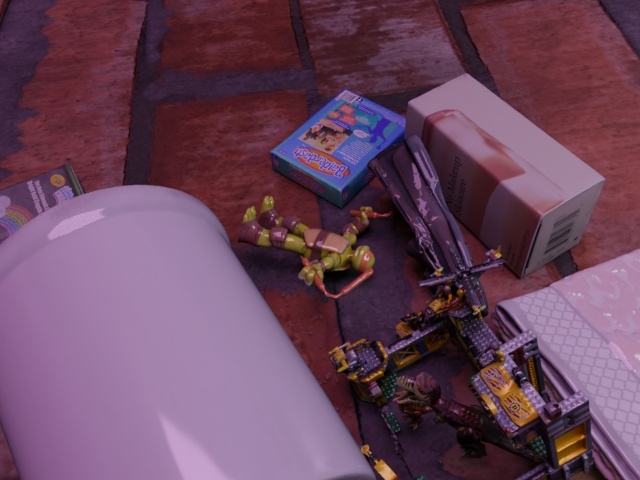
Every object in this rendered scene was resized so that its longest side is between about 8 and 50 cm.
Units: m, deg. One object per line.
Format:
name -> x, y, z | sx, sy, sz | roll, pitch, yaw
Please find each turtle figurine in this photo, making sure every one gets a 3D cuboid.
turtle figurine -> 0.000, 0.000, 0.989 | 0.217, 0.087, 0.269 | 21, 38, 15

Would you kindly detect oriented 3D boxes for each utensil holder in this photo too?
utensil holder -> -0.170, 0.184, 0.708 | 0.327, 0.328, 0.385 | -27, 55, -16

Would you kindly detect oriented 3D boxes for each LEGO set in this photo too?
LEGO set -> 0.145, 0.164, 0.733 | 0.254, 0.192, 0.331 | -23, 45, 4

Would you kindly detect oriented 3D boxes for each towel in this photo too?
towel -> 0.430, 0.158, 0.816 | 0.316, 0.053, 0.332 | -16, 51, -20

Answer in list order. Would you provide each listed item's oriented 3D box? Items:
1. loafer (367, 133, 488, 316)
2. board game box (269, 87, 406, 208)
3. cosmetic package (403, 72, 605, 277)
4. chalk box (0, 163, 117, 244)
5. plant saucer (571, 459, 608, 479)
loafer -> 0.157, -0.014, 0.968 | 0.095, 0.109, 0.303 | -21, 67, 8
board game box -> 0.040, -0.168, 1.142 | 0.160, 0.047, 0.210 | 32, 60, 26
cosmetic package -> 0.268, -0.107, 1.009 | 0.129, 0.153, 0.296 | -27, 53, -17
chalk box -> -0.408, -0.017, 1.010 | 0.212, 0.132, 0.132 | -24, 52, -15
plant saucer -> 0.308, 0.336, 0.720 | 0.188, 0.045, 0.188 | -32, 56, -19
